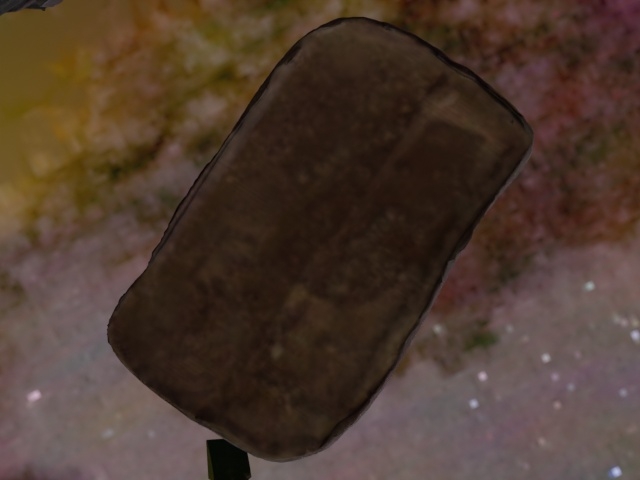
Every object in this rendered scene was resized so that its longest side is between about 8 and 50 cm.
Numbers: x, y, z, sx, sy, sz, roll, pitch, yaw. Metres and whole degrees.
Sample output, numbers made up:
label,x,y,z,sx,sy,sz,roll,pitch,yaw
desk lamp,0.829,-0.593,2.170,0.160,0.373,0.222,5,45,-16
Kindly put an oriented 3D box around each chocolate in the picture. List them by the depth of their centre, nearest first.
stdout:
label,x,y,z,sx,sy,sz,roll,pitch,yaw
chocolate,0.000,0.000,1.166,0.303,0.185,0.100,-56,178,-4

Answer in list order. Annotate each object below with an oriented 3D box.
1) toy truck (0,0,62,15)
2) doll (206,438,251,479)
label,x,y,z,sx,sy,sz,roll,pitch,yaw
toy truck,-0.325,-0.273,1.499,0.259,0.121,0.088,7,158,-44
doll,-0.066,0.286,1.552,0.106,0.134,0.186,1,-157,-24
